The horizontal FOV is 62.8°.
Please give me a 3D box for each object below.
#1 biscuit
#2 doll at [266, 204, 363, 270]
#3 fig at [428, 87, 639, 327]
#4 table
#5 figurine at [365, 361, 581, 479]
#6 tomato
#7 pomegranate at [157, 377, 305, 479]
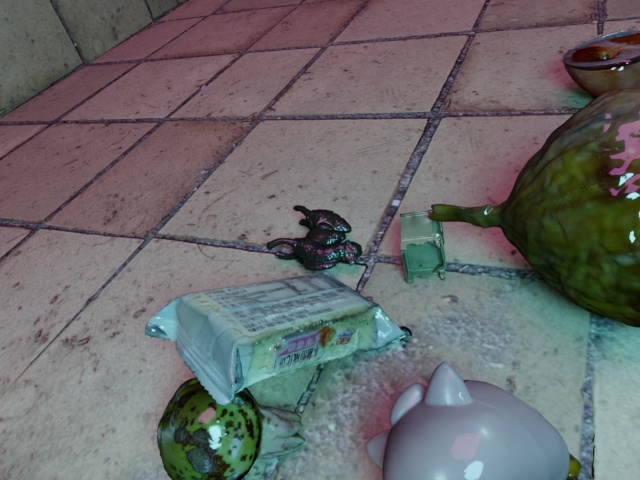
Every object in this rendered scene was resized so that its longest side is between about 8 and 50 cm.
[{"bbox_3d":[-0.041,0.107,0.673,0.309,0.079,0.186,-6,25,-45],"label":"biscuit"},{"bbox_3d":[0.000,0.000,0.887,0.165,0.057,0.139,9,42,28],"label":"doll"},{"bbox_3d":[0.319,-0.039,0.682,0.369,0.286,0.286,-1,38,40],"label":"fig"},{"bbox_3d":[0.157,0.009,0.801,0.062,0.079,0.083,-7,40,15],"label":"table"},{"bbox_3d":[0.176,0.250,0.466,0.287,0.176,0.186,40,20,30],"label":"figurine"},{"bbox_3d":[0.609,-0.349,1.063,0.228,0.112,0.199,-18,30,-1],"label":"tomato"},{"bbox_3d":[-0.105,0.211,0.605,0.163,0.125,0.138,-18,1,-19],"label":"pomegranate"}]
